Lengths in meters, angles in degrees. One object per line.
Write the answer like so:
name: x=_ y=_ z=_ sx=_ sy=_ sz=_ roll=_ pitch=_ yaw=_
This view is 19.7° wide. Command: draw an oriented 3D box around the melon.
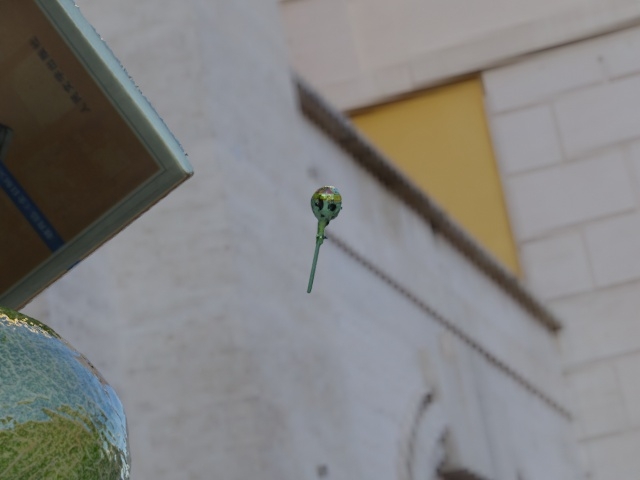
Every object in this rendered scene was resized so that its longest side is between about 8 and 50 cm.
melon: x=-0.138 y=0.075 z=0.733 sx=0.128 sy=0.160 sz=0.079 roll=-25 pitch=-16 yaw=-22

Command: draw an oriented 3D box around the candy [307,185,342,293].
candy: x=0.000 y=0.000 z=1.385 sx=0.025 sy=0.083 sz=0.023 roll=11 pitch=8 yaw=10

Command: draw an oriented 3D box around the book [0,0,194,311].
book: x=-0.201 y=-0.041 z=1.014 sx=0.242 sy=0.170 sz=0.018 roll=-36 pitch=2 yaw=30
